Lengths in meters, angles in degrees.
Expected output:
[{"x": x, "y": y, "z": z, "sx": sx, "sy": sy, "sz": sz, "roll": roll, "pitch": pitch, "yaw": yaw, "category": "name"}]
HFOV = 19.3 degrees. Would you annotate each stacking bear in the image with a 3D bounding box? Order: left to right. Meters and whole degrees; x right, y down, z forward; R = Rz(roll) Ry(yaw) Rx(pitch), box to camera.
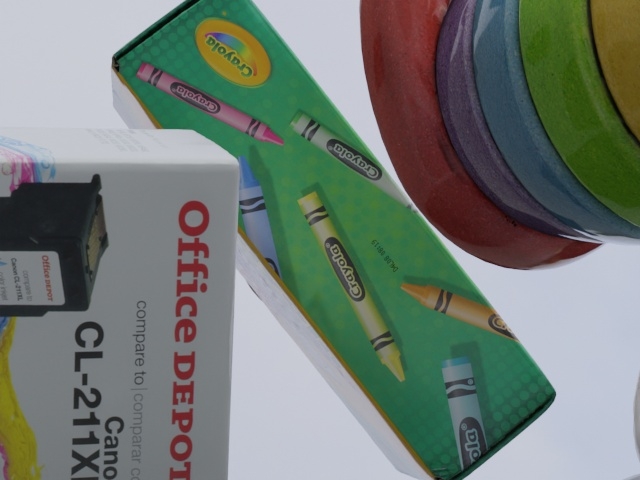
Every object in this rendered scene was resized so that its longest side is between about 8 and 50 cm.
[{"x": 0.159, "y": -0.087, "z": 0.716, "sx": 0.175, "sy": 0.164, "sz": 0.289, "roll": 18, "pitch": -19, "yaw": -28, "category": "stacking bear"}]

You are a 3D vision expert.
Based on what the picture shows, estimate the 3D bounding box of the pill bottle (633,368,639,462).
[{"x": 0.314, "y": 0.128, "z": 0.979, "sx": 0.301, "sy": 0.169, "sz": 0.169, "roll": 33, "pitch": -25, "yaw": -35, "category": "pill bottle"}]

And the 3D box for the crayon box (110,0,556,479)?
[{"x": 0.000, "y": 0.000, "z": 1.024, "sx": 0.278, "sy": 0.081, "sz": 0.165, "roll": 52, "pitch": -7, "yaw": 0, "category": "crayon box"}]

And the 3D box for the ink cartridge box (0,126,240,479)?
[{"x": -0.119, "y": 0.027, "z": 0.634, "sx": 0.175, "sy": 0.127, "sz": 0.072, "roll": -1, "pitch": 10, "yaw": -17, "category": "ink cartridge box"}]

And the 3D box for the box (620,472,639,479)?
[{"x": -0.042, "y": 0.368, "z": 0.648, "sx": 0.297, "sy": 0.480, "sz": 0.472, "roll": 52, "pitch": -44, "yaw": -6, "category": "box"}]
